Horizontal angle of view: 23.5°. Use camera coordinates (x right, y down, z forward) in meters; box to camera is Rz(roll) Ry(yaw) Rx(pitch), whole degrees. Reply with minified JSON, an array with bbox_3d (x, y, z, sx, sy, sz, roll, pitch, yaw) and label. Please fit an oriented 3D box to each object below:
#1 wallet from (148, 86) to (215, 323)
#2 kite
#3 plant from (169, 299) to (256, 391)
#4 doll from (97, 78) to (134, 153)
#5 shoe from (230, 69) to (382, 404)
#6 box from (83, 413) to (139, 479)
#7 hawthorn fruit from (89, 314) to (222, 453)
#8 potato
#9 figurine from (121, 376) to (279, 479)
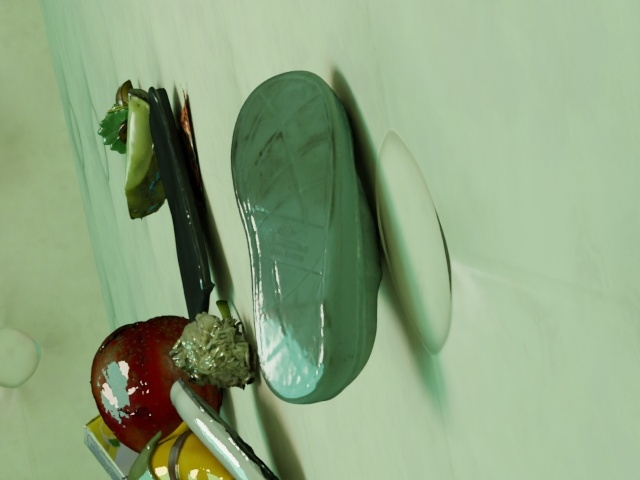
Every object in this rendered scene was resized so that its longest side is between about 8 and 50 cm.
[{"bbox_3d":[-0.172,-0.040,1.892,0.146,0.030,0.285,102,156,-67],"label":"wallet"},{"bbox_3d":[-0.158,-0.088,1.882,0.222,0.008,0.125,110,145,-67],"label":"kite"},{"bbox_3d":[-0.111,0.114,1.783,0.116,0.104,0.122,-23,40,42],"label":"plant"},{"bbox_3d":[-0.285,-0.173,2.197,0.113,0.076,0.078,-121,13,-56],"label":"doll"},{"bbox_3d":[0.000,0.000,1.120,0.100,0.103,0.251,22,-122,-51],"label":"shoe"},{"bbox_3d":[-0.221,0.347,2.177,0.265,0.097,0.168,51,163,9],"label":"box"},{"bbox_3d":[-0.199,0.214,2.043,0.235,0.181,0.181,62,165,7],"label":"hawthorn fruit"},{"bbox_3d":[-0.229,-0.115,2.056,0.119,0.054,0.198,-77,-9,-63],"label":"potato"},{"bbox_3d":[-0.138,0.269,1.706,0.166,0.141,0.250,50,173,-27],"label":"figurine"}]
